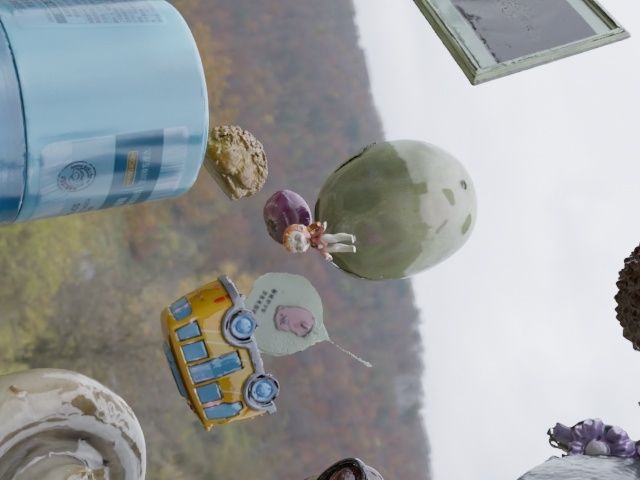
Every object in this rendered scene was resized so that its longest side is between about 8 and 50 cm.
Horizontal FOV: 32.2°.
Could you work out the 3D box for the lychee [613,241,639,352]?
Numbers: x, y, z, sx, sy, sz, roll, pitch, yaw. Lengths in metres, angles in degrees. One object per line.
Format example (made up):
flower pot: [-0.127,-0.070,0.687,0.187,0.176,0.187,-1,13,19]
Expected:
lychee: [0.756,0.129,2.241,0.306,0.306,0.330,-112,-176,-68]

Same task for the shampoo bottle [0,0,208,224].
shampoo bottle: [-0.388,-0.204,1.696,0.331,0.343,0.331,26,-60,54]

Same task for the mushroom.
mushroom: [-0.419,0.375,1.671,0.295,0.362,0.362,23,-48,47]

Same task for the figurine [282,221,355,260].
figurine: [0.000,0.000,1.565,0.047,0.109,0.064,-49,138,-53]

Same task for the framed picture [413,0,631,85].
framed picture: [0.270,-0.329,1.573,0.293,0.231,0.018,-113,-173,-49]

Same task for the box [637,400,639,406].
box: [0.679,0.363,1.722,0.365,0.205,0.051,62,14,19]

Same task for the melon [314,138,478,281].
melon: [0.133,-0.056,2.118,0.268,0.330,0.268,28,52,-44]

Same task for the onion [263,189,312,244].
onion: [-0.063,-0.047,2.238,0.115,0.104,0.115,26,-45,30]

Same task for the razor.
razor: [0.354,0.350,1.485,0.327,0.189,0.107,-1,88,-63]

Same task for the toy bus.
toy bus: [-0.149,0.168,1.595,0.126,0.136,0.209,-140,-149,-68]

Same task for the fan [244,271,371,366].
fan: [-0.019,0.188,2.311,0.182,0.310,0.010,-62,-168,-9]

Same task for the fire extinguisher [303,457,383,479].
fire extinguisher: [0.031,0.435,1.818,0.341,0.105,0.141,134,-47,-68]

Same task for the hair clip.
hair clip: [0.470,0.335,1.651,0.084,0.292,0.106,21,89,-61]

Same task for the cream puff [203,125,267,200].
cream puff: [-0.150,-0.142,1.964,0.144,0.103,0.126,59,-9,-19]
